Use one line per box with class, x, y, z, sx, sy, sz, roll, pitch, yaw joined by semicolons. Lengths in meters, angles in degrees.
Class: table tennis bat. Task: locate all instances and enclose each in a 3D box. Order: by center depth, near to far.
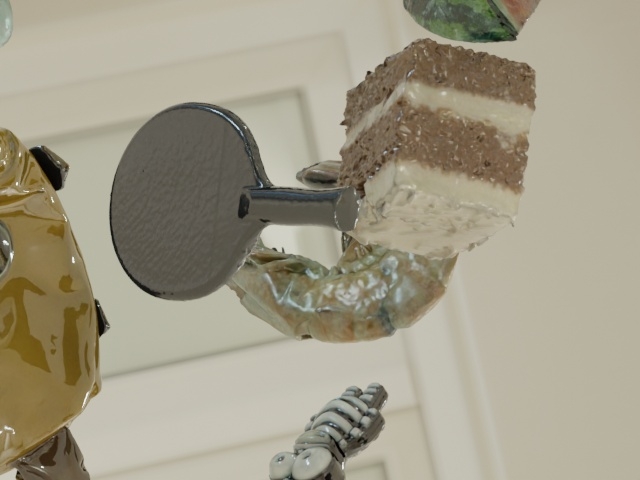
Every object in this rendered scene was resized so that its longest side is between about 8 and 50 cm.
table tennis bat;-0.070;-0.028;1.415;0.236;0.027;0.150;3;-95;39

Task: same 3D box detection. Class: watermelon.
watermelon;0.219;-0.341;2.459;0.207;0.202;0.136;49;-20;36

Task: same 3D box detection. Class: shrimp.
shrimp;0.000;0.000;2.230;0.247;0.360;0.085;-63;145;-20

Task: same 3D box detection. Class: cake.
cake;0.095;-0.070;1.588;0.135;0.134;0.147;140;-45;-58

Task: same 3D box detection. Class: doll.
doll;0.004;0.219;1.989;0.219;0.091;0.067;-53;125;-45

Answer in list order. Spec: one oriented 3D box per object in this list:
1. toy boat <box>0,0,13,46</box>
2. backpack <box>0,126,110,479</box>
toy boat;-0.199;-0.224;1.125;0.227;0.155;0.085;59;5;13
backpack;-0.348;0.082;1.581;0.201;0.378;0.353;7;-56;46
